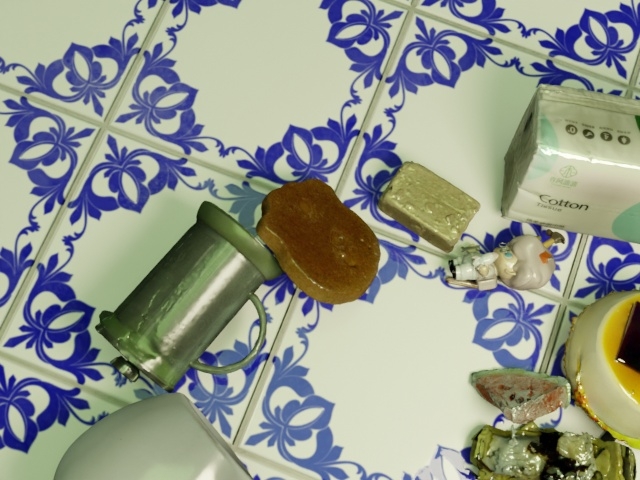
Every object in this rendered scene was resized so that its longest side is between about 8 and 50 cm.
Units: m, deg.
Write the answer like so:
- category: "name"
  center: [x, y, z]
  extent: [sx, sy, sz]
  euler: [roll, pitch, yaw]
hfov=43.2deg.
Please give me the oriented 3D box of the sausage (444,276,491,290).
- category: "sausage"
  center: [0.295, 0.086, 1.599]
  extent: [0.100, 0.015, 0.015]
  euler: [11, 75, 2]

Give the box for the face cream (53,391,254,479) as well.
- category: "face cream"
  center: [-0.311, 0.454, 1.373]
  extent: [0.357, 0.219, 0.312]
  euler: [-39, 80, -10]

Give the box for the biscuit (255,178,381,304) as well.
- category: "biscuit"
  center: [-0.001, 0.001, 1.516]
  extent: [0.257, 0.049, 0.273]
  euler: [47, 33, 4]

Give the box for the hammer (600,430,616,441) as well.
- category: "hammer"
  center: [0.497, 0.432, 1.507]
  extent: [0.103, 0.029, 0.246]
  euler: [43, 76, 10]

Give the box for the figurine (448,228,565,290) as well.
- category: "figurine"
  center: [0.364, 0.047, 1.563]
  extent: [0.228, 0.137, 0.112]
  euler: [-7, 107, 0]

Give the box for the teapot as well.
- category: "teapot"
  center: [-0.227, 0.132, 1.477]
  extent: [0.270, 0.200, 0.337]
  euler: [39, 79, 10]

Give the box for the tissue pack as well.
- category: "tissue pack"
  center: [0.547, -0.133, 1.530]
  extent: [0.356, 0.266, 0.194]
  euler: [10, 62, 1]

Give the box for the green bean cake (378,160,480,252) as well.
- category: "green bean cake"
  center: [0.214, -0.068, 1.602]
  extent: [0.179, 0.085, 0.109]
  euler: [35, 77, 6]

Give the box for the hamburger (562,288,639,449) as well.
- category: "hamburger"
  center: [0.585, 0.229, 1.485]
  extent: [0.276, 0.179, 0.294]
  euler: [27, 68, -4]

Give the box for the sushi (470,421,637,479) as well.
- category: "sushi"
  center: [0.414, 0.383, 1.447]
  extent: [0.290, 0.131, 0.139]
  euler: [0, 65, 29]

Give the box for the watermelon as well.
- category: "watermelon"
  center: [0.358, 0.297, 1.484]
  extent: [0.187, 0.139, 0.071]
  euler: [1, 108, 29]
